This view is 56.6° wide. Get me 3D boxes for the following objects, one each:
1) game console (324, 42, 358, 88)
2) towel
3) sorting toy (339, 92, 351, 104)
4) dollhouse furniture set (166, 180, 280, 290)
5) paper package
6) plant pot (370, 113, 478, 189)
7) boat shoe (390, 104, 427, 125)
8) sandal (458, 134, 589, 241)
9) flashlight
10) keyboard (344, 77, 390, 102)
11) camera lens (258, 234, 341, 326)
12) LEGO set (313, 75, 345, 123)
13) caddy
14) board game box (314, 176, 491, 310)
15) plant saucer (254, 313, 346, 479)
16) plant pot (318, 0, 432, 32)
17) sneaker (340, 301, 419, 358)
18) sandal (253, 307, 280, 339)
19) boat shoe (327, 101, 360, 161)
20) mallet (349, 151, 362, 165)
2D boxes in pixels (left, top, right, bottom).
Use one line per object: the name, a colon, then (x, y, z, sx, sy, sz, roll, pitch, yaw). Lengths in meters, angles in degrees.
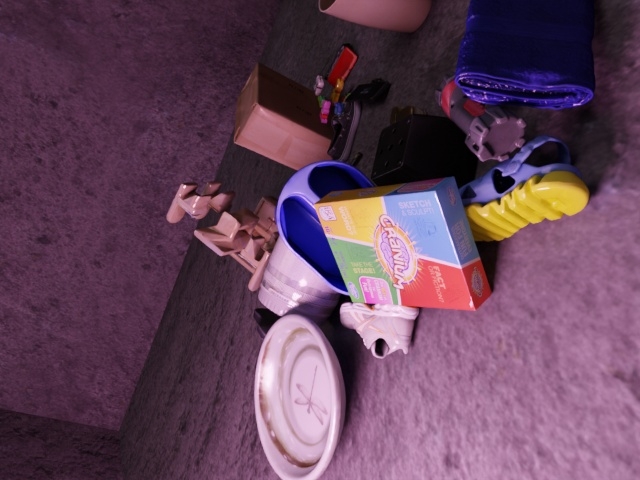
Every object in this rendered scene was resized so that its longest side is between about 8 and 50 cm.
game console: (0.085, -0.631, 2.162, 0.144, 0.085, 0.124, -57, -4, 27)
towel: (0.370, -0.364, 1.071, 0.076, 0.227, 0.308, 86, -163, -58)
sorting toy: (0.080, -0.484, 2.055, 0.083, 0.012, 0.062, -54, 28, 33)
dollhouse furniture set: (-0.258, 0.012, 1.923, 0.257, 0.362, 0.394, -60, -18, 20)
paper package: (-0.113, -0.408, 2.029, 0.168, 0.324, 0.310, -52, 28, 34)
plant pot: (0.221, -0.176, 1.316, 0.188, 0.166, 0.188, -17, 56, 63)
boat shoe: (0.229, -0.331, 1.584, 0.153, 0.048, 0.056, -167, 85, -73)
sandal: (0.336, -0.090, 1.073, 0.317, 0.126, 0.138, -19, 50, 51)
flashlight: (0.303, -0.245, 1.129, 0.304, 0.103, 0.103, -103, 12, -63)
keyboard: (0.152, -0.465, 1.845, 0.108, 0.023, 0.180, -49, 27, -10)
camera lens: (-0.025, 0.064, 1.592, 0.274, 0.219, 0.219, -66, 24, 9)
LEGO set: (0.039, -0.498, 2.024, 0.227, 0.086, 0.093, -101, 23, -44)
caddy: (0.048, -0.029, 1.380, 0.241, 0.341, 0.179, -48, 14, -4)
board game box: (0.151, 0.011, 1.163, 0.316, 0.242, 0.064, -3, 25, 49)
plant saucer: (-0.035, 0.381, 1.454, 0.400, 0.100, 0.401, -12, 76, 57)
plant pot: (0.174, -0.716, 1.706, 0.256, 0.273, 0.257, -45, 34, 43)
sneaker: (0.115, 0.202, 1.341, 0.262, 0.099, 0.121, -18, 60, 63)
sandal: (-0.160, 0.279, 1.894, 0.254, 0.097, 0.055, -136, 56, -75)
boat shoe: (0.068, -0.364, 1.908, 0.080, 0.076, 0.229, -10, 62, 63)
mallet: (0.067, -0.202, 1.843, 0.190, 0.039, 0.062, -54, 25, 22)
